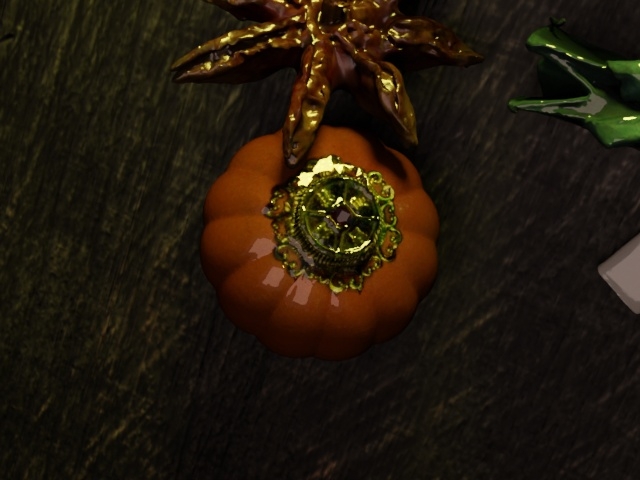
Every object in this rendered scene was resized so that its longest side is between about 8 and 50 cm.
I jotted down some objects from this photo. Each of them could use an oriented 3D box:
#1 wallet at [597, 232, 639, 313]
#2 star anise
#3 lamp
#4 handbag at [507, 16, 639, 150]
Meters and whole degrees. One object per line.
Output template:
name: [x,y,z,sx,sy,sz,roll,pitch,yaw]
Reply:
wallet: [0.317,0.010,0.949,0.122,0.025,0.061,-42,91,22]
star anise: [0.003,-0.191,0.912,0.288,0.088,0.288,1,68,-2]
lamp: [0.000,0.000,0.953,0.223,0.196,0.223,2,77,-10]
handbag: [0.315,-0.081,0.814,0.327,0.238,0.089,24,104,10]
